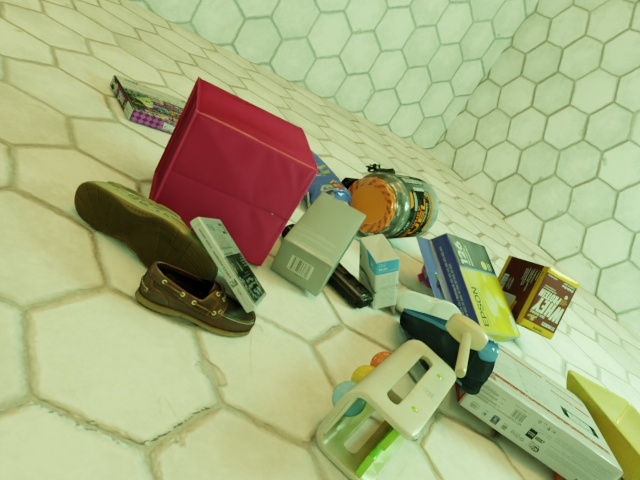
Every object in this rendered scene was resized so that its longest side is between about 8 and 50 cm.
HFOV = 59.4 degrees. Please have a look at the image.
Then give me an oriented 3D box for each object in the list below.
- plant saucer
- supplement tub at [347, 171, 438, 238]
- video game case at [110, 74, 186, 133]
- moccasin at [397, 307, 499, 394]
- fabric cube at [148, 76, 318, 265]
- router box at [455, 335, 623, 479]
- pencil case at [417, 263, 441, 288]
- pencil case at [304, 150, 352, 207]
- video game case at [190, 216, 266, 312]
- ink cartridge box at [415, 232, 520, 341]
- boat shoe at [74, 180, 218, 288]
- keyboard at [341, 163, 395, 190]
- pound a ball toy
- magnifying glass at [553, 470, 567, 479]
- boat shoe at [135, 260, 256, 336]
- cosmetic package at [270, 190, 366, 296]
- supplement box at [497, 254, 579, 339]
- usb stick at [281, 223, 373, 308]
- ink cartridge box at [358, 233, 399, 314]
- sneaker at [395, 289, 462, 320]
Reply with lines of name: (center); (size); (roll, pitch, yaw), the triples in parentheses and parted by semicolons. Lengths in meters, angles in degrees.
plant saucer: (0.766, 0.504, 1.380); (0.332, 0.081, 0.333); (28, 22, -31)
supplement tub: (0.224, -0.108, 1.772); (0.207, 0.207, 0.338); (43, 23, 24)
video game case: (-0.452, -0.368, 1.576); (0.232, 0.042, 0.210); (12, 30, -44)
moccasin: (0.239, 0.223, 1.179); (0.137, 0.117, 0.342); (16, 1, -10)
fabric cube: (-0.192, -0.145, 1.176); (0.258, 0.259, 0.254); (22, 24, -23)
router box: (0.455, 0.356, 1.234); (0.335, 0.082, 0.301); (35, 15, 2)
pencil case: (0.380, 0.084, 1.738); (0.104, 0.104, 0.236); (41, 22, 17)
pencil case: (-0.029, -0.182, 1.690); (0.133, 0.119, 0.306); (-15, 46, -26)
video game case: (-0.156, 0.038, 0.984); (0.173, 0.022, 0.190); (57, 0, -1)
ink cartridge box: (0.419, 0.131, 1.581); (0.307, 0.072, 0.304); (15, 53, -46)
boat shoe: (-0.288, -0.022, 0.977); (0.285, 0.105, 0.089); (35, 24, 5)
keyboard: (0.155, -0.183, 1.845); (0.317, 0.201, 0.033); (-4, 57, -58)
pound a ball toy: (0.138, 0.224, 0.919); (0.135, 0.208, 0.319); (40, 22, 16)
magnifying glass: (0.465, 0.506, 1.046); (0.092, 0.026, 0.231); (35, 23, 3)
boat shoe: (-0.190, 0.096, 0.911); (0.207, 0.073, 0.073); (23, 21, -29)
cosmetic package: (0.000, 0.000, 1.264); (0.127, 0.107, 0.238); (31, 35, 6)
supplement box: (0.641, 0.170, 1.718); (0.129, 0.191, 0.194); (26, 1, -19)
usb stick: (0.013, 0.057, 1.331); (0.278, 0.045, 0.077); (43, 19, 23)
ink cartridge box: (0.136, 0.089, 1.337); (0.060, 0.180, 0.104); (-12, 37, -14)
sneaker: (0.263, 0.169, 1.414); (0.212, 0.080, 0.094); (28, -3, -21)
